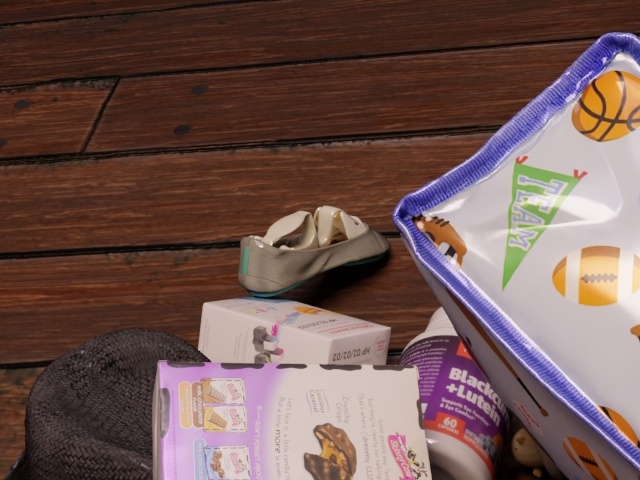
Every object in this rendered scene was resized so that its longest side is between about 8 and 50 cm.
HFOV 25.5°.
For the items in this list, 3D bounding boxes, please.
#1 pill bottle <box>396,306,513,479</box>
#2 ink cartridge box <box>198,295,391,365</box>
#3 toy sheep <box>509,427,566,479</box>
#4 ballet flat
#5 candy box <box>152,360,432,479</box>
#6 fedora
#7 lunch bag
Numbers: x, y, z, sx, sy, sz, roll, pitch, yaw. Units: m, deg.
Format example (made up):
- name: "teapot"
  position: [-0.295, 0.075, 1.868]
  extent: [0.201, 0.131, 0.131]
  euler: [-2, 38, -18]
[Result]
- name: "pill bottle"
  position: [0.108, 0.141, 1.187]
  extent: [0.108, 0.108, 0.193]
  euler: [1, 37, 19]
- name: "ink cartridge box"
  position: [-0.009, 0.100, 1.286]
  extent: [0.181, 0.061, 0.104]
  euler: [14, 11, 32]
- name: "toy sheep"
  position: [0.217, 0.153, 1.160]
  extent: [0.132, 0.091, 0.091]
  euler: [-26, 32, 12]
- name: "ballet flat"
  position: [0.000, 0.000, 1.399]
  extent: [0.072, 0.068, 0.213]
  euler: [11, 19, 37]
- name: "candy box"
  position: [-0.020, 0.174, 1.016]
  extent: [0.196, 0.070, 0.165]
  euler: [2, 54, -11]
- name: "fedora"
  position: [-0.145, 0.180, 1.160]
  extent: [0.334, 0.152, 0.334]
  euler: [-11, 34, 7]
- name: "lunch bag"
  position: [0.272, 0.102, 0.898]
  extent: [0.239, 0.328, 0.385]
  euler: [-41, 59, 1]
